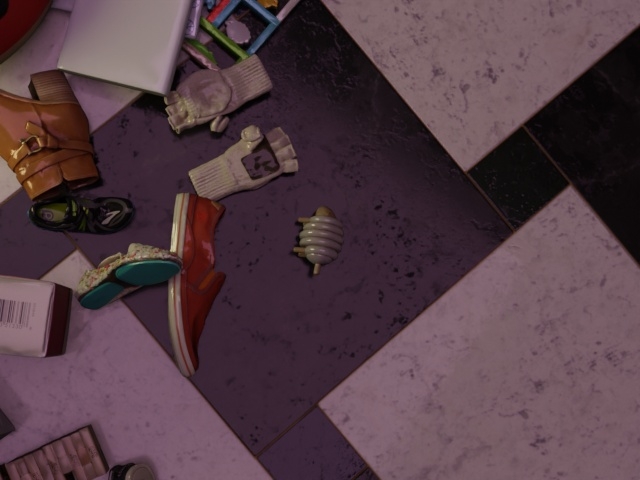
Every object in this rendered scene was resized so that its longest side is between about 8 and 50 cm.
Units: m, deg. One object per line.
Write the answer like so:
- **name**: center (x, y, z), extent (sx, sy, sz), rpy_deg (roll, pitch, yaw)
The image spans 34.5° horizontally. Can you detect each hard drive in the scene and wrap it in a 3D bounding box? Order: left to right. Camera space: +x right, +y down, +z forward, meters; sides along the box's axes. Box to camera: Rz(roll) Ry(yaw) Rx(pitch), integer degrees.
- **hard drive**: center (-0.333, -0.429, 1.847), extent (0.203, 0.040, 0.307), rpy_deg (14, 87, 2)

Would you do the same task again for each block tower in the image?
- **block tower**: center (-0.539, 0.432, 1.788), extent (0.336, 0.091, 0.097), rpy_deg (-23, 88, -7)

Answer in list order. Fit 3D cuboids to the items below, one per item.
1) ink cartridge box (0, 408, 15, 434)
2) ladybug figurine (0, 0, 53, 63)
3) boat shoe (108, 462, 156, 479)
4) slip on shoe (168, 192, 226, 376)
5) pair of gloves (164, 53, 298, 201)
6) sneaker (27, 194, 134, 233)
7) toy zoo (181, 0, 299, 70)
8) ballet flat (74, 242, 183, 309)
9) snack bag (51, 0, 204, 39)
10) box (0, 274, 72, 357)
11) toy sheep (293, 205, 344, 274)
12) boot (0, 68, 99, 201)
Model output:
- **ink cartridge box**: center (-0.679, 0.361, 1.718), extent (0.289, 0.211, 0.121), rpy_deg (-36, 89, -9)
- **ladybug figurine**: center (-0.608, -0.464, 1.756), extent (0.305, 0.162, 0.449), rpy_deg (31, 79, -20)
- **boat shoe**: center (-0.322, 0.508, 1.826), extent (0.079, 0.084, 0.233), rpy_deg (-9, 94, 31)
- **slip on shoe**: center (-0.220, 0.078, 1.843), extent (0.101, 0.123, 0.331), rpy_deg (4, 80, -6)
- **pair of gloves**: center (-0.165, -0.205, 1.891), extent (0.204, 0.042, 0.240), rpy_deg (-20, 96, -7)
- **sneaker**: center (-0.430, -0.047, 1.845), extent (0.188, 0.078, 0.067), rpy_deg (-1, 86, -7)
- **toy zoo**: center (-0.155, -0.461, 1.935), extent (0.192, 0.030, 0.293), rpy_deg (39, 82, -2)
- **ballet flat**: center (-0.340, 0.048, 1.800), extent (0.241, 0.091, 0.077), rpy_deg (-22, 52, 28)
- **snack bag**: center (-0.341, -0.561, 1.899), extent (0.323, 0.037, 0.342), rpy_deg (14, 84, 3)
- **box**: center (-0.513, 0.128, 1.743), extent (0.149, 0.232, 0.126), rpy_deg (7, 84, -6)
- **toy sheep**: center (0.000, 0.000, 1.890), extent (0.091, 0.091, 0.132), rpy_deg (9, 79, -6)
- **boot**: center (-0.548, -0.166, 1.829), extent (0.284, 0.109, 0.220), rpy_deg (-18, 81, -21)
